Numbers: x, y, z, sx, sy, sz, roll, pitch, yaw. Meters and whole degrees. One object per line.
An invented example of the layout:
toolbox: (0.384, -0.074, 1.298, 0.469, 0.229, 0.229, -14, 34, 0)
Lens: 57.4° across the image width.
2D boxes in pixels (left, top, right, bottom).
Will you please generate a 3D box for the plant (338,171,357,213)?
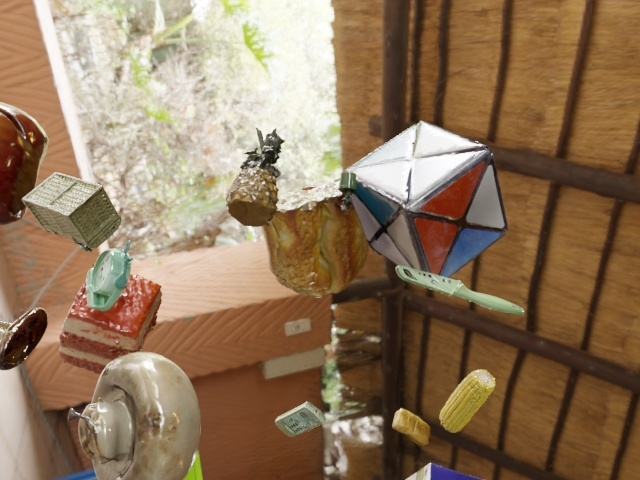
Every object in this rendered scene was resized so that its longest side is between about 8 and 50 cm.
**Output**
plant: (0.067, -0.119, 1.472, 0.051, 0.051, 0.102, 177, -84, -77)

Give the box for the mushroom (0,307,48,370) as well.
mushroom: (-0.949, 0.269, 1.722, 0.227, 0.217, 0.148, -79, -170, -67)

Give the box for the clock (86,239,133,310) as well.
clock: (-0.617, 0.092, 1.723, 0.211, 0.066, 0.159, -49, -137, 22)

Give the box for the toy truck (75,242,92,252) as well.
toy truck: (-0.859, -0.030, 2.077, 0.078, 0.154, 0.080, -11, -133, 53)

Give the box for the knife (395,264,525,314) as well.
knife: (0.292, 0.104, 1.216, 0.020, 0.292, 0.043, 118, -13, -55)

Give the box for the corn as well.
corn: (0.404, 0.449, 1.630, 0.081, 0.081, 0.249, -113, -148, -41)

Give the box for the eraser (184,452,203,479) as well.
eraser: (-0.540, 0.822, 2.177, 0.210, 0.092, 0.274, 43, 9, -33)

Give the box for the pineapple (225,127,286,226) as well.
pineapple: (-0.146, -0.156, 1.404, 0.128, 0.128, 0.248, 98, 2, -56)

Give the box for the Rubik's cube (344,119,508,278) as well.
Rubik's cube: (0.278, -0.106, 1.585, 0.310, 0.305, 0.307, 41, -18, 51)

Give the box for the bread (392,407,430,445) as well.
bread: (0.289, 0.591, 1.853, 0.053, 0.132, 0.074, -41, -165, 51)

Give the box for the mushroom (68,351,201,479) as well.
mushroom: (-0.463, 0.453, 1.413, 0.362, 0.294, 0.363, -5, -98, 44)

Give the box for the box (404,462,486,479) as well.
box: (0.344, 0.765, 1.702, 0.300, 0.199, 0.107, 115, -9, -49)

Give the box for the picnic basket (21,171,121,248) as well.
picnic basket: (-0.678, -0.077, 1.614, 0.196, 0.134, 0.154, 16, -39, 25)

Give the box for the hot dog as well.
hot dog: (0.000, 0.000, 1.884, 0.196, 0.366, 0.366, -129, -154, -60)

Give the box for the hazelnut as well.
hazelnut: (-1.081, -0.254, 1.902, 0.359, 0.358, 0.410, 140, -47, -75)

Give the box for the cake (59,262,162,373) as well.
cake: (-0.715, 0.278, 2.005, 0.320, 0.269, 0.270, 118, -12, -45)

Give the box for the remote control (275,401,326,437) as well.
remote control: (-0.077, 0.660, 2.143, 0.098, 0.038, 0.233, 43, -47, -7)
